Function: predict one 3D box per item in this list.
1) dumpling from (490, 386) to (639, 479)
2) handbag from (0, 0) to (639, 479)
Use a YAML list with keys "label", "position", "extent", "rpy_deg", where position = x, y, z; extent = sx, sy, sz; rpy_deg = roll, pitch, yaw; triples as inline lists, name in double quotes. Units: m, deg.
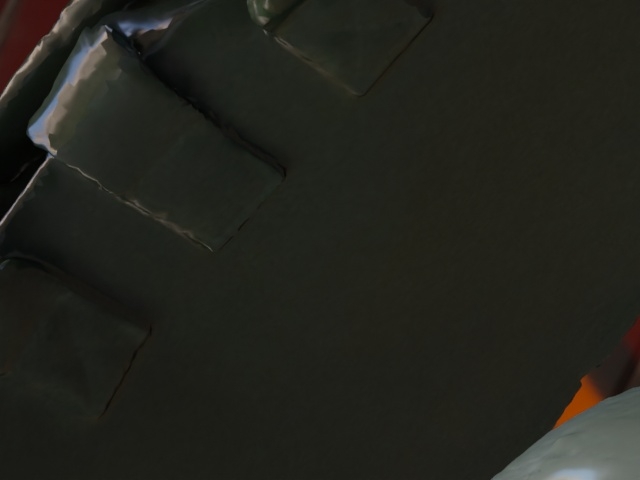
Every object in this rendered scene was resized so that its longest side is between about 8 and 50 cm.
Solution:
- label: "dumpling"
  position: [0.100, 0.096, 0.361]
  extent: [0.219, 0.153, 0.108]
  rpy_deg: [-12, -17, -28]
- label: "handbag"
  position: [-0.001, -0.001, 0.541]
  extent: [0.247, 0.079, 0.260]
  rpy_deg: [-52, -38, 7]
